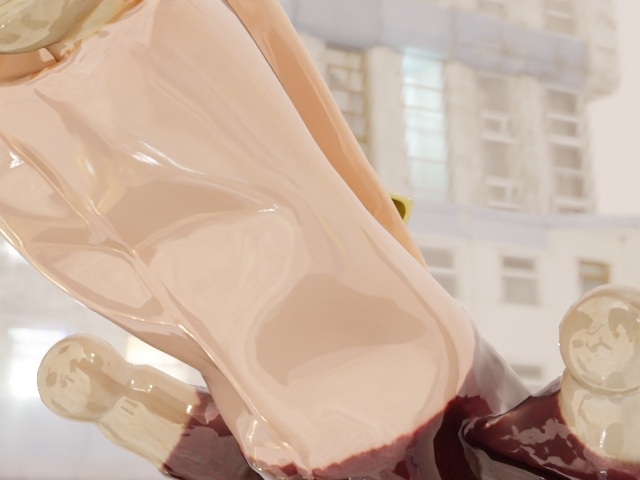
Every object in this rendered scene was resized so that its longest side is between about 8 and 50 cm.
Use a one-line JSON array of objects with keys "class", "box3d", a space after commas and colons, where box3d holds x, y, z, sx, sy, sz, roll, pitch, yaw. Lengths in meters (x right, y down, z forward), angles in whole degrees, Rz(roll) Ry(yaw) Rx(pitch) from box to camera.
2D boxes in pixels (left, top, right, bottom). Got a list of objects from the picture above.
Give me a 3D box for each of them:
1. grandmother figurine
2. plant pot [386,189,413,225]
[{"class": "grandmother figurine", "box3d": [0.013, 0.039, 0.501, 0.208, 0.342, 0.104, 3, -129, 45]}, {"class": "plant pot", "box3d": [0.000, 0.000, 1.056, 0.083, 0.081, 0.081, -158, -93, -81]}]
